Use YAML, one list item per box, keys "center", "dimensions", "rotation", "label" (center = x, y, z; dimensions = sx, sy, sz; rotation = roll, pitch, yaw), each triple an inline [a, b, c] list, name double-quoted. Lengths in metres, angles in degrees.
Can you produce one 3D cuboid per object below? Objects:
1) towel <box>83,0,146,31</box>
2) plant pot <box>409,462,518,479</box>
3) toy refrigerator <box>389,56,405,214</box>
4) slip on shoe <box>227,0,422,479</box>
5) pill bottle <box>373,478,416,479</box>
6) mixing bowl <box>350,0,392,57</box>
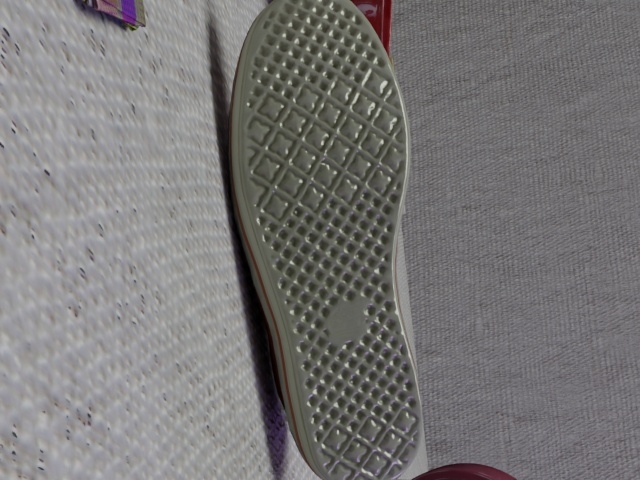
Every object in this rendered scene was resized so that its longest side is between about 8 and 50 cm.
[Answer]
- center: [-0.092, -0.124, 0.513]
  dimensions: [0.083, 0.009, 0.060]
  rotation: [-30, 112, -84]
  label: "towel"
- center: [0.133, 0.343, 1.242]
  dimensions: [0.180, 0.201, 0.201]
  rotation: [3, 79, -68]
  label: "plant pot"
- center: [0.049, -0.163, 1.429]
  dimensions: [0.102, 0.094, 0.269]
  rotation: [74, 12, -56]
  label: "toy refrigerator"
- center: [0.000, 0.000, 0.802]
  dimensions: [0.101, 0.123, 0.331]
  rotation: [-152, -128, -72]
  label: "slip on shoe"
- center: [0.048, 0.279, 0.657]
  dimensions: [0.153, 0.153, 0.264]
  rotation: [-84, 166, -64]
  label: "pill bottle"
- center: [0.016, -0.219, 1.118]
  dimensions: [0.181, 0.098, 0.181]
  rotation: [2, 90, -86]
  label: "mixing bowl"
